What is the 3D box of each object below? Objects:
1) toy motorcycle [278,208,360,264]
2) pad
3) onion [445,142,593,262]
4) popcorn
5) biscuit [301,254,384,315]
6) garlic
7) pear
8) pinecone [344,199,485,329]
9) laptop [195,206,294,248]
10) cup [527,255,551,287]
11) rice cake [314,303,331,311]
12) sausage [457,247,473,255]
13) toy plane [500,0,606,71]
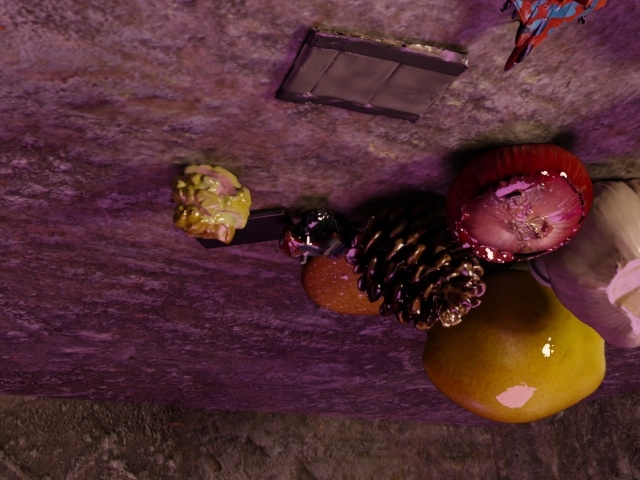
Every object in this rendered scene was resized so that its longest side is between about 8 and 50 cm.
[{"bbox_3d":[0.000,0.001,1.562,0.122,0.082,0.213,-24,157,18],"label":"toy motorcycle"},{"bbox_3d":[0.070,-0.225,1.143,0.232,0.022,0.174,5,156,-19],"label":"pad"},{"bbox_3d":[0.328,-0.071,1.383,0.247,0.161,0.248,-12,151,-6],"label":"onion"},{"bbox_3d":[-0.180,-0.060,1.350,0.125,0.126,0.145,18,-179,9],"label":"popcorn"},{"bbox_3d":[0.107,0.075,1.776,0.305,0.038,0.305,-3,144,-2],"label":"biscuit"},{"bbox_3d":[0.556,0.030,1.522,0.317,0.259,0.318,2,123,3],"label":"garlic"},{"bbox_3d":[0.443,0.244,1.894,0.417,0.363,0.362,-1,157,4],"label":"pear"},{"bbox_3d":[0.181,0.049,1.529,0.224,0.272,0.224,-29,145,-24],"label":"pinecone"},{"bbox_3d":[-0.149,-0.022,1.586,0.197,0.016,0.135,-7,158,8],"label":"laptop"},{"bbox_3d":[0.510,0.024,1.715,0.119,0.120,0.141,5,142,-21],"label":"cup"},{"bbox_3d":[0.077,0.124,1.938,0.080,0.042,0.221,12,151,-32],"label":"rice cake"},{"bbox_3d":[0.371,0.001,1.707,0.176,0.041,0.047,-9,150,9],"label":"sausage"},{"bbox_3d":[0.270,-0.275,1.017,0.130,0.061,0.189,1,161,-16],"label":"toy plane"}]
